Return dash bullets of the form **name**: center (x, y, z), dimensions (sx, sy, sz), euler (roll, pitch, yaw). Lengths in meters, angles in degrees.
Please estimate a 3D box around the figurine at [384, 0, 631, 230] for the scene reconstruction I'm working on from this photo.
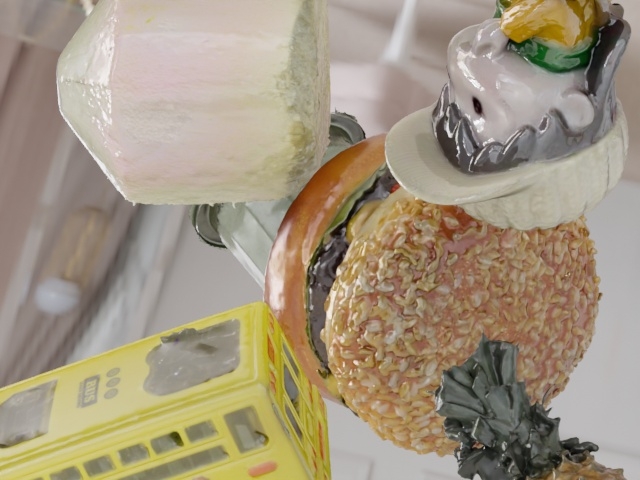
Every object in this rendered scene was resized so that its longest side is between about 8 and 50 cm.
- **figurine**: center (0.195, -0.162, 1.258), dimensions (0.204, 0.332, 0.185), euler (14, -155, -24)

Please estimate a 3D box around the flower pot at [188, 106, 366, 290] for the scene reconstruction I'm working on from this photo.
- **flower pot**: center (0.000, 0.000, 2.084), dimensions (0.259, 0.290, 0.290), euler (55, -172, 24)

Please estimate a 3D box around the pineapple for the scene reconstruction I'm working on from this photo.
- **pineapple**: center (0.180, 0.188, 1.205), dimensions (0.128, 0.128, 0.248), euler (24, -153, -47)

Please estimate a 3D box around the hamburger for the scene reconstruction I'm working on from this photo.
- **hamburger**: center (0.121, 0.056, 1.590), dimensions (0.330, 0.330, 0.250), euler (22, 179, -41)

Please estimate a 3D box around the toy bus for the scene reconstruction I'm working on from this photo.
- **toy bus**: center (-0.163, 0.167, 1.051), dimensions (0.330, 0.144, 0.152), euler (-19, 120, 8)

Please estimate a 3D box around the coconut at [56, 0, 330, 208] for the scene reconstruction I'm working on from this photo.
- **coconut**: center (-0.147, -0.176, 1.714), dimensions (0.309, 0.297, 0.297), euler (0, 169, 6)
